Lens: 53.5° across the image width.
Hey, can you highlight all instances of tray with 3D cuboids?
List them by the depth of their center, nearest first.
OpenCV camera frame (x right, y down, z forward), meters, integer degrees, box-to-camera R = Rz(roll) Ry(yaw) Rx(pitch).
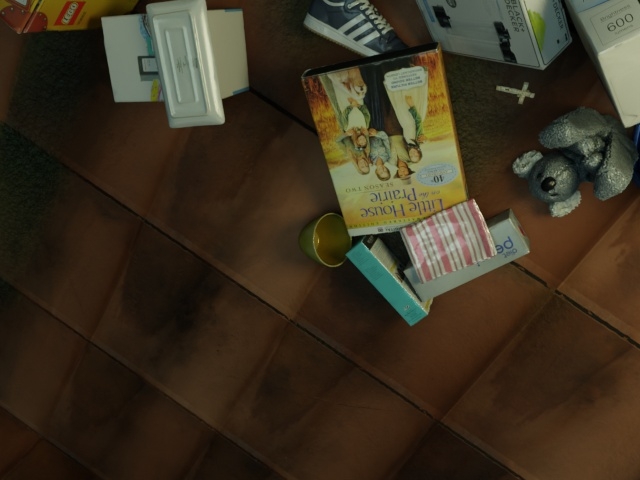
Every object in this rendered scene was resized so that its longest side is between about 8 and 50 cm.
[{"bbox_3d":[-0.299,-0.382,1.388,0.145,0.030,0.270,-1,110,17],"label":"tray"}]

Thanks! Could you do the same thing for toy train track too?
[{"bbox_3d":[0.429,-0.328,1.400,0.083,0.014,0.048,16,114,12],"label":"toy train track"}]

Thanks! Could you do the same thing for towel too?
[{"bbox_3d":[0.291,0.004,1.466,0.197,0.029,0.144,-24,86,25],"label":"towel"}]

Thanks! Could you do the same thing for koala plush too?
[{"bbox_3d":[0.535,-0.157,1.361,0.196,0.203,0.221,46,138,7],"label":"koala plush"}]

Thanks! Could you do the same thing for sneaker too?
[{"bbox_3d":[0.108,-0.492,1.396,0.282,0.099,0.153,27,117,10],"label":"sneaker"}]

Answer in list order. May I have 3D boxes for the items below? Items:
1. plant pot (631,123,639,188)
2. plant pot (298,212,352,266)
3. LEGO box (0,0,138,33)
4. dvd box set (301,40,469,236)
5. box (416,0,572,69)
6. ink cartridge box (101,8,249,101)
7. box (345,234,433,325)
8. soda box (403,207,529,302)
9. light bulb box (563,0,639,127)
[{"bbox_3d":[0.752,-0.199,1.228,0.212,0.236,0.236,6,112,8],"label":"plant pot"},{"bbox_3d":[0.000,0.000,1.611,0.095,0.134,0.134,-2,111,47],"label":"plant pot"},{"bbox_3d":[-0.475,-0.702,1.356,0.193,0.372,0.500,44,116,-1],"label":"LEGO box"},{"bbox_3d":[0.158,-0.211,1.449,0.308,0.062,0.420,-6,122,20],"label":"dvd box set"},{"bbox_3d":[0.323,-0.441,1.226,0.087,0.290,0.169,-45,130,-11],"label":"box"},{"bbox_3d":[-0.337,-0.439,1.506,0.270,0.198,0.197,3,111,18],"label":"ink cartridge box"},{"bbox_3d":[0.175,0.091,1.591,0.244,0.100,0.060,47,117,-3],"label":"box"},{"bbox_3d":[0.347,0.037,1.520,0.286,0.091,0.098,-29,97,25],"label":"soda box"},{"bbox_3d":[0.609,-0.451,1.077,0.358,0.361,0.225,-24,144,24],"label":"light bulb box"}]
